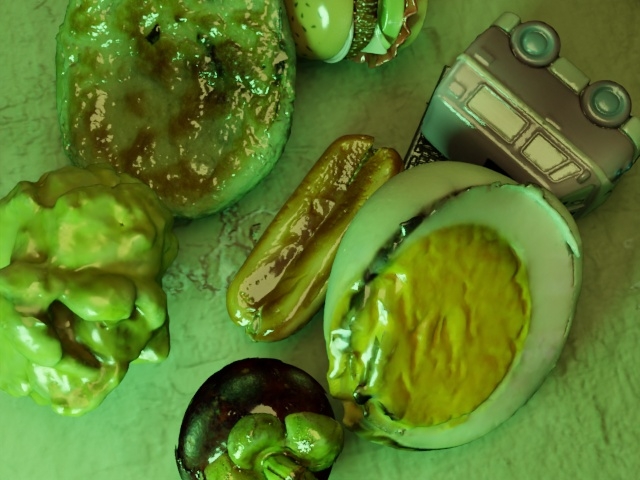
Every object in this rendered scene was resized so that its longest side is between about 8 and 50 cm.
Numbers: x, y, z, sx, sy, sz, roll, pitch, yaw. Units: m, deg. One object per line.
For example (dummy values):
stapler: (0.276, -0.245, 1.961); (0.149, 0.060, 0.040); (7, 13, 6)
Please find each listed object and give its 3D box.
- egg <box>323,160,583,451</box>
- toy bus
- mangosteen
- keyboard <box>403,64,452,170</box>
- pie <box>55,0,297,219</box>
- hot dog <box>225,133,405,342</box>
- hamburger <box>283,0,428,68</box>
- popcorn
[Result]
egg: (0.104, 0.056, 1.815); (0.264, 0.174, 0.286); (19, 96, -35)
toy bus: (0.214, -0.111, 1.876); (0.202, 0.142, 0.142); (41, 72, 8)
mangosteen: (-0.056, 0.199, 1.772); (0.166, 0.180, 0.166); (-3, 101, -15)
keyboard: (0.120, -0.084, 1.940); (0.067, 0.011, 0.202); (22, 76, 7)
pie: (-0.152, -0.165, 1.898); (0.302, 0.067, 0.302); (0, 91, 23)
hot dog: (0.000, 0.000, 1.891); (0.100, 0.068, 0.249); (31, 74, 21)
hamburger: (0.018, -0.255, 1.903); (0.137, 0.175, 0.175); (-13, 72, -31)
popcorn: (-0.239, 0.040, 1.806); (0.195, 0.256, 0.255); (21, 28, -25)
